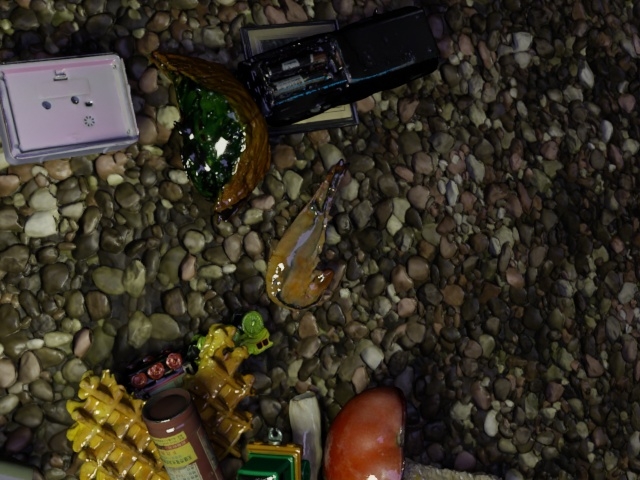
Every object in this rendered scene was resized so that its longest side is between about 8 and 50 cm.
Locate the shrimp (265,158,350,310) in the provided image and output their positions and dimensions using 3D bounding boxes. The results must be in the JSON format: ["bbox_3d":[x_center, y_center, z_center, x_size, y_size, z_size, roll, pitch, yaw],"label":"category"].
[{"bbox_3d":[-0.007,-0.007,1.606,0.117,0.066,0.262,35,84,-35],"label":"shrimp"}]

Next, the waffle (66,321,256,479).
[{"bbox_3d":[-0.228,0.268,1.424,0.293,0.069,0.259,-15,113,-29],"label":"waffle"}]

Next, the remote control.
[{"bbox_3d":[0.042,-0.306,1.653,0.399,0.062,0.144,-25,95,-28],"label":"remote control"}]

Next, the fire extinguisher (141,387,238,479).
[{"bbox_3d":[-0.168,0.323,1.394,0.106,0.075,0.252,-31,120,-23],"label":"fire extinguisher"}]

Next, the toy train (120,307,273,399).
[{"bbox_3d":[-0.192,0.186,1.492,0.250,0.053,0.085,-26,102,-27],"label":"toy train"}]

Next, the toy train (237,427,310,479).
[{"bbox_3d":[-0.074,0.401,1.461,0.091,0.136,0.227,1,93,17],"label":"toy train"}]

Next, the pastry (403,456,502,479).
[{"bbox_3d":[0.205,0.431,1.652,0.259,0.089,0.121,24,61,-26],"label":"pastry"}]

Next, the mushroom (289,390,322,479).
[{"bbox_3d":[-0.023,0.345,1.563,0.059,0.054,0.202,8,76,-25],"label":"mushroom"}]

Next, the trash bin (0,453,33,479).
[{"bbox_3d":[-0.515,0.317,1.248,0.241,0.164,0.122,18,76,-25],"label":"trash bin"}]

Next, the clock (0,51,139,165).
[{"bbox_3d":[-0.378,-0.194,1.430,0.193,0.073,0.144,-11,89,-27],"label":"clock"}]

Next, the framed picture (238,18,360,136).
[{"bbox_3d":[-0.032,-0.281,1.653,0.199,0.010,0.195,-11,89,-28],"label":"framed picture"}]

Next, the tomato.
[{"bbox_3d":[0.059,0.340,1.536,0.112,0.199,0.228,13,52,-9],"label":"tomato"}]

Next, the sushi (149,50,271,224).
[{"bbox_3d":[-0.165,-0.176,1.494,0.140,0.149,0.287,-27,102,-23],"label":"sushi"}]
